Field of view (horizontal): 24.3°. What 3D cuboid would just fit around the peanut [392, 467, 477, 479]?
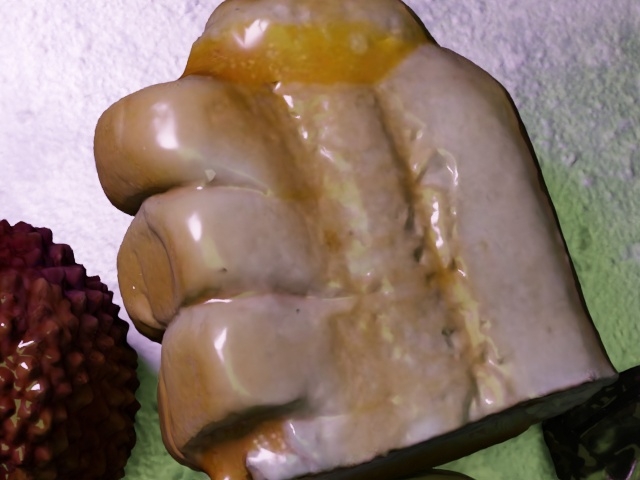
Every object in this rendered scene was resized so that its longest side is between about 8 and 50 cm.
[{"bbox_3d":[0.010,0.281,0.996,0.305,0.147,0.147,-41,82,-8],"label":"peanut"}]

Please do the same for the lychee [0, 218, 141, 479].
[{"bbox_3d":[-0.226,0.097,0.964,0.271,0.271,0.271,0,79,0],"label":"lychee"}]

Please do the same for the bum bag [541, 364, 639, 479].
[{"bbox_3d":[0.278,0.113,1.062,0.248,0.069,0.102,-31,45,-5],"label":"bum bag"}]

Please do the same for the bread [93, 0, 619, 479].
[{"bbox_3d":[0.000,0.000,1.011,0.300,0.210,0.341,-17,81,-25],"label":"bread"}]
